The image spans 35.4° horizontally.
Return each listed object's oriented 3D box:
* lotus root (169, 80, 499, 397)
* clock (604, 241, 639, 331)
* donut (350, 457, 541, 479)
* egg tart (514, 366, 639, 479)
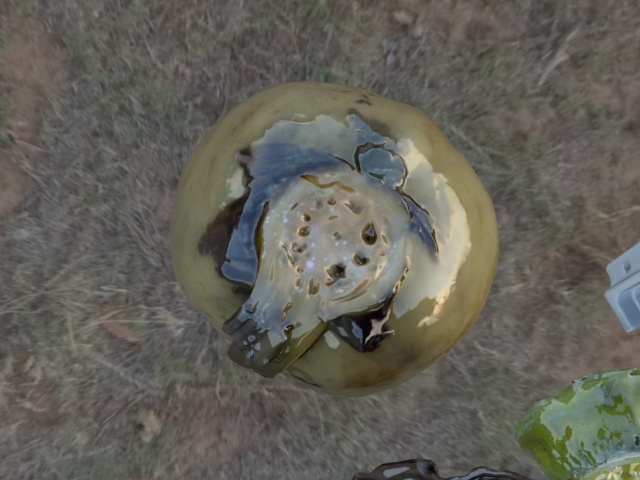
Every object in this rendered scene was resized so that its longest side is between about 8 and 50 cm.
[{"bbox_3d":[0.000,0.000,0.610,0.183,0.310,0.182,0,89,-7],"label":"lotus root"},{"bbox_3d":[0.533,0.096,1.382,0.116,0.231,0.262,-22,76,-29],"label":"clock"},{"bbox_3d":[0.127,0.224,0.432,0.136,0.345,0.259,37,53,-34],"label":"donut"},{"bbox_3d":[0.286,0.193,0.944,0.197,0.197,0.078,-2,53,-5],"label":"egg tart"}]
